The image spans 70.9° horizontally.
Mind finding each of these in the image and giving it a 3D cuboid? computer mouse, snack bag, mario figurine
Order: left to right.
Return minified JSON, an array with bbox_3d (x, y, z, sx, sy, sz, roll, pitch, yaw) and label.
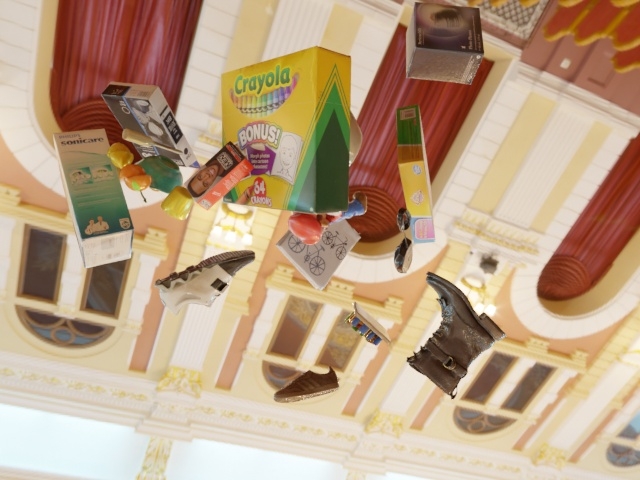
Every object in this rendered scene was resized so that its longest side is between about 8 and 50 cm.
[{"bbox_3d":[0.000,0.000,2.020,0.323,0.343,0.037,48,159,-29],"label":"snack bag"},{"bbox_3d":[0.014,-0.111,1.493,0.170,0.198,0.320,45,-139,19],"label":"mario figurine"},{"bbox_3d":[0.197,0.002,1.109,0.041,0.242,0.071,18,-123,25],"label":"computer mouse"}]

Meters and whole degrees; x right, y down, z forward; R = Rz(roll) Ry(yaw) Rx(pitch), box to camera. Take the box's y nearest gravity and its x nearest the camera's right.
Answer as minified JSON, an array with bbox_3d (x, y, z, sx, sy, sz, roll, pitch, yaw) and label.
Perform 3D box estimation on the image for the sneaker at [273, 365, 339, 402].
[{"bbox_3d":[-0.043,0.405,1.264,0.188,0.066,0.071,-8,-123,-12],"label":"sneaker"}]

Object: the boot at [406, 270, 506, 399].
[{"bbox_3d":[0.300,0.233,1.126,0.263,0.229,0.091,46,-171,20],"label":"boot"}]

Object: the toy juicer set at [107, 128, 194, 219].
[{"bbox_3d":[-0.443,-0.181,1.146,0.209,0.089,0.329,25,-158,-36],"label":"toy juicer set"}]

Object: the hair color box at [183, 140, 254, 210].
[{"bbox_3d":[-0.221,-0.140,0.975,0.072,0.141,0.043,49,-177,30],"label":"hair color box"}]

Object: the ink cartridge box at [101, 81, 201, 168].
[{"bbox_3d":[-0.494,-0.316,1.350,0.165,0.333,0.065,10,-121,17],"label":"ink cartridge box"}]

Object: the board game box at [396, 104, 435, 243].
[{"bbox_3d":[0.274,-0.181,1.281,0.064,0.317,0.242,-7,-132,16],"label":"board game box"}]

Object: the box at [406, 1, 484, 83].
[{"bbox_3d":[0.537,-0.866,1.970,0.293,0.183,0.297,5,-117,0],"label":"box"}]

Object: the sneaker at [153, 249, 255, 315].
[{"bbox_3d":[-0.355,0.136,1.472,0.330,0.146,0.122,-23,-165,-13],"label":"sneaker"}]

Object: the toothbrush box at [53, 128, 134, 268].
[{"bbox_3d":[-0.594,-0.107,1.179,0.126,0.216,0.296,-15,-105,-30],"label":"toothbrush box"}]

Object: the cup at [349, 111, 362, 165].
[{"bbox_3d":[-0.007,-0.338,1.452,0.236,0.331,0.331,24,-159,-25],"label":"cup"}]

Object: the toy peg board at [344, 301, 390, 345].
[{"bbox_3d":[0.161,0.318,1.625,0.161,0.079,0.160,42,-175,-3],"label":"toy peg board"}]

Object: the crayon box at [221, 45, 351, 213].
[{"bbox_3d":[-0.093,-0.232,1.010,0.106,0.313,0.362,-8,-167,-41],"label":"crayon box"}]
